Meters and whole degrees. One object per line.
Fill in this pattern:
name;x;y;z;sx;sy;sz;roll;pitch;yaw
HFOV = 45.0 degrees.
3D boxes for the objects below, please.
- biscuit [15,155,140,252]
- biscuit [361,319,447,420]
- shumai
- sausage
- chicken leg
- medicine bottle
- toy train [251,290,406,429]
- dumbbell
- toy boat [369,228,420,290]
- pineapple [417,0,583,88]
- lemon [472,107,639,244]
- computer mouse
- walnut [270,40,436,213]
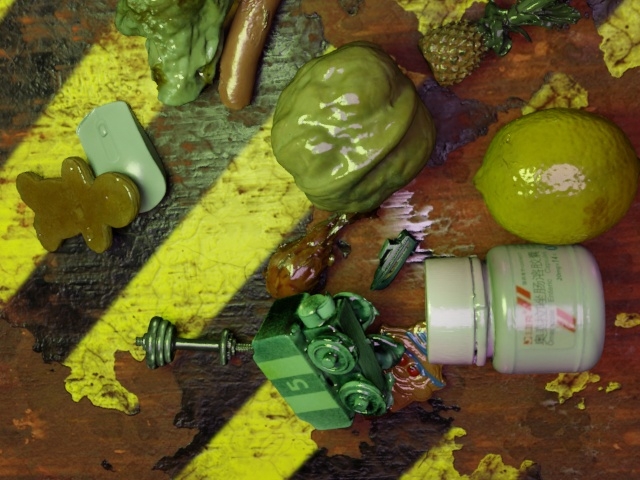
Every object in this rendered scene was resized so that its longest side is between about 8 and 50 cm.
biscuit;-0.470;-0.070;1.528;0.302;0.049;0.196;-8;107;32
biscuit;0.168;0.263;1.588;0.183;0.043;0.280;37;101;0
shumai;-0.226;-0.378;1.389;0.203;0.222;0.272;59;146;-4
sausage;-0.121;-0.403;1.443;0.087;0.079;0.326;14;108;-29
chicken leg;0.000;0.000;1.522;0.113;0.093;0.304;43;99;7
medicine bottle;0.346;0.127;1.428;0.302;0.241;0.241;-2;102;7
toy train;0.019;0.227;1.495;0.238;0.166;0.299;-15;120;32
dumbbell;-0.252;0.215;1.591;0.255;0.110;0.110;3;103;-2
toy boat;0.138;0.044;1.528;0.060;0.055;0.141;29;105;-9
pineapple;0.316;-0.378;1.379;0.278;0.130;0.119;-29;110;10
lemon;0.418;-0.113;1.366;0.268;0.267;0.267;1;103;6
computer mouse;-0.392;-0.163;1.531;0.128;0.079;0.230;-32;94;10
walnut;0.054;-0.196;1.380;0.277;0.253;0.282;-39;96;12
